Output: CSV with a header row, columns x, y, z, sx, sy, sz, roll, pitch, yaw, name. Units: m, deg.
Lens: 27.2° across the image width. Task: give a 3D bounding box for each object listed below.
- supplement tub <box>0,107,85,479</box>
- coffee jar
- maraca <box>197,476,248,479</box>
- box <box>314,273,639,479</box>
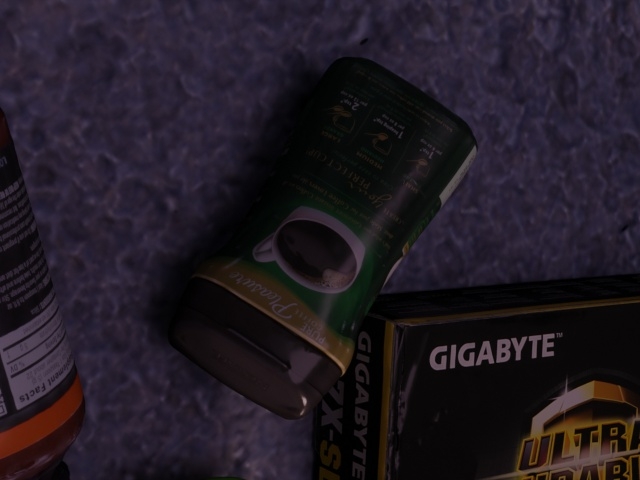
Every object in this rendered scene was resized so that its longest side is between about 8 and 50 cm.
x,y,z,sx,sy,sz,roll,pitch,yaw,name
-0.167,0.043,0.586,0.106,0.106,0.198,-22,110,-31,supplement tub
0.000,0.000,0.706,0.096,0.079,0.184,33,75,-2,coffee jar
-0.073,0.203,0.676,0.185,0.099,0.127,-41,105,-35,maraca
0.142,0.158,0.846,0.322,0.079,0.257,-2,100,-36,box
